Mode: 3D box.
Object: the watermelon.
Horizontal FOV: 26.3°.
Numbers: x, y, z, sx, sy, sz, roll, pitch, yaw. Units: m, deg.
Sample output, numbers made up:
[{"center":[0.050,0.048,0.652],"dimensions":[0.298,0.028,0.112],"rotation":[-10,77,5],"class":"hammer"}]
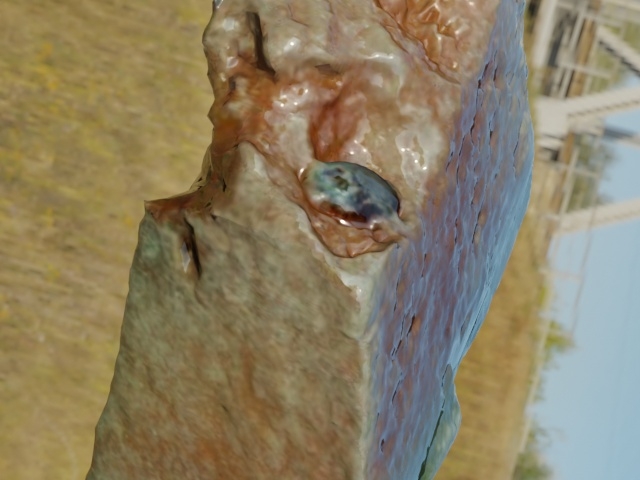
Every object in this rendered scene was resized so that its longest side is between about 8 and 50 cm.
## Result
[{"center":[0.012,0.010,0.614],"dimensions":[0.302,0.151,0.264],"rotation":[104,13,-48],"class":"watermelon"}]
